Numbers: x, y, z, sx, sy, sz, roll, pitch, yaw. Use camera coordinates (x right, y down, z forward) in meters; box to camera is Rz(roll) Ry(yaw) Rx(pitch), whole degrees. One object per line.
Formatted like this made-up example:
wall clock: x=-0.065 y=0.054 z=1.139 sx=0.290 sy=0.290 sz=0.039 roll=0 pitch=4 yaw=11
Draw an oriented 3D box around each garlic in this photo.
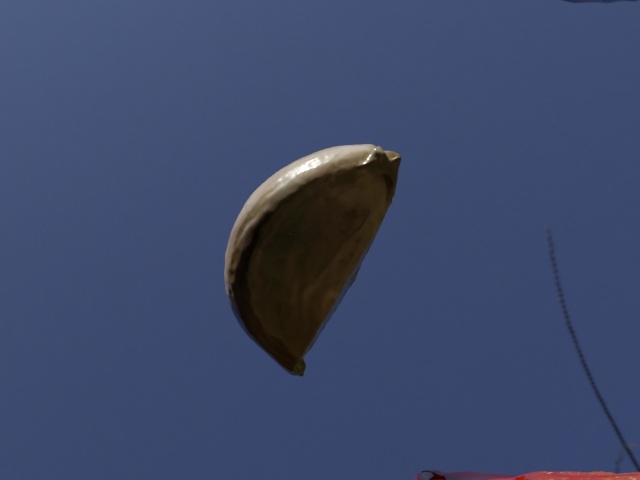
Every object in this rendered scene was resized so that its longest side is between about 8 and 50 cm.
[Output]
garlic: x=-0.015 y=0.000 z=0.990 sx=0.101 sy=0.087 sz=0.195 roll=29 pitch=-74 yaw=7

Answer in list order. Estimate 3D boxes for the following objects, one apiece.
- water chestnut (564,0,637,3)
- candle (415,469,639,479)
water chestnut: x=0.111 y=-0.208 z=0.306 sx=0.347 sy=0.335 sz=0.335 roll=25 pitch=-86 yaw=-1
candle: x=0.158 y=0.145 z=0.669 sx=0.084 sy=0.302 sz=0.059 roll=-19 pitch=-82 yaw=-50
